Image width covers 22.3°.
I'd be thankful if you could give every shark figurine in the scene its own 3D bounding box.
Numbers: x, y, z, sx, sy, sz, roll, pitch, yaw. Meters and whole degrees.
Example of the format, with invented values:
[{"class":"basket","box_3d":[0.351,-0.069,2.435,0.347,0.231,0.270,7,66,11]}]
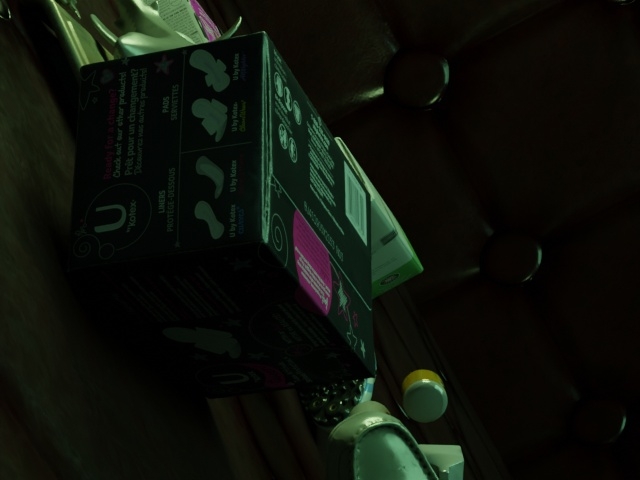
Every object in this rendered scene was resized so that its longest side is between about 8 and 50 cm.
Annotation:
[{"class":"shark figurine","box_3d":[-0.130,-0.186,1.416,0.166,0.116,0.278,56,6,-37]}]

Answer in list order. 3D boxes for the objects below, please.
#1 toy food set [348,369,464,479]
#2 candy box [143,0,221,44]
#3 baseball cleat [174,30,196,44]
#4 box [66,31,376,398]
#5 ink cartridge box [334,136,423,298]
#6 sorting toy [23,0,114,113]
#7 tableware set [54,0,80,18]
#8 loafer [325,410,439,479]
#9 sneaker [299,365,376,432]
[{"class":"toy food set","box_3d":[0.070,0.238,1.419,0.104,0.111,0.232,-95,-173,-75]},{"class":"candy box","box_3d":[-0.125,-0.168,1.864,0.233,0.071,0.159,65,6,19]},{"class":"baseball cleat","box_3d":[-0.112,-0.122,1.674,0.206,0.072,0.109,41,44,-23]},{"class":"box","box_3d":[-0.063,-0.009,1.139,0.247,0.142,0.163,54,31,-59]},{"class":"ink cartridge box","box_3d":[0.000,0.000,1.741,0.092,0.160,0.219,64,5,27]},{"class":"sorting toy","box_3d":[-0.150,-0.072,1.397,0.229,0.041,0.307,59,4,18]},{"class":"tableware set","box_3d":[-0.249,-0.254,1.361,0.168,0.020,0.141,56,4,-19]},{"class":"loafer","box_3d":[0.097,0.289,1.329,0.111,0.112,0.319,-12,-77,65]},{"class":"sneaker","box_3d":[0.026,0.145,1.687,0.086,0.085,0.237,59,8,-17]}]
